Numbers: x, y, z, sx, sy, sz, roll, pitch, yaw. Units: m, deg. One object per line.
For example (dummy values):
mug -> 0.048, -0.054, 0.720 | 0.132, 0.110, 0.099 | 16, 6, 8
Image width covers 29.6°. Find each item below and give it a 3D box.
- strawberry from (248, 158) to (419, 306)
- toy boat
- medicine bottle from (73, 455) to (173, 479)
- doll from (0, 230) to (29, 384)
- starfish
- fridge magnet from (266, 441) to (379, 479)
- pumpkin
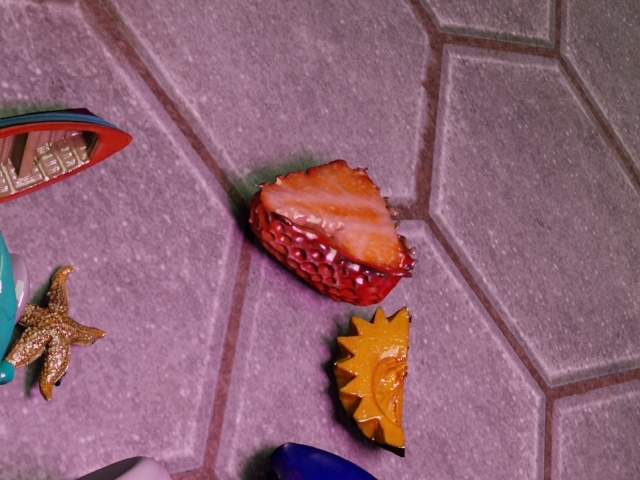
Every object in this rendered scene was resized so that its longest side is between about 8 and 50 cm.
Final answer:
strawberry -> 0.014, 0.012, 2.010 | 0.280, 0.150, 0.253 | -17, 64, -46
toy boat -> -0.420, -0.116, 1.643 | 0.079, 0.136, 0.392 | 41, 37, 20
medicine bottle -> -0.242, 0.443, 1.463 | 0.245, 0.245, 0.306 | -26, 92, -49
doll -> -0.456, 0.105, 1.492 | 0.195, 0.153, 0.258 | 37, 66, -51
starfish -> -0.378, 0.110, 1.632 | 0.176, 0.053, 0.208 | 42, 40, -12
fridge magnet -> 0.036, 0.394, 1.804 | 0.265, 0.265, 0.112 | 28, 94, -35
pumpkin -> 0.080, 0.246, 2.022 | 0.130, 0.149, 0.254 | 4, 61, -2
